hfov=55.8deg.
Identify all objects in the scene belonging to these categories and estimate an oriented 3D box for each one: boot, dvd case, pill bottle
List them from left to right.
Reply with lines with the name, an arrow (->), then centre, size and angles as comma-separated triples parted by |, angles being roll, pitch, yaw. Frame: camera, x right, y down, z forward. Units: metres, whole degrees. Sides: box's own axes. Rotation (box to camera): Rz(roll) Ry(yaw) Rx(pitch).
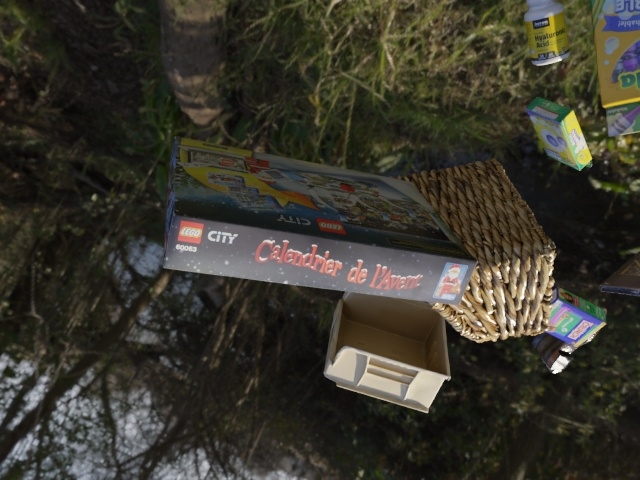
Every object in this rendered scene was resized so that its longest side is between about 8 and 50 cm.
pill bottle -> 0.385, -0.365, 1.032 | 0.065, 0.065, 0.116 | 4, 121, 46
boot -> 0.658, 0.240, 1.618 | 0.082, 0.219, 0.106 | 24, -161, -34
dvd case -> 0.661, 0.055, 1.144 | 0.164, 0.221, 0.018 | 6, 115, 51

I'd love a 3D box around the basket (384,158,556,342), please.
basket -> 0.225, 0.029, 1.004 | 0.223, 0.299, 0.213 | -10, 125, 1

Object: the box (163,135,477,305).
box -> -0.009, -0.020, 0.504 | 0.233, 0.044, 0.159 | 9, -154, -17

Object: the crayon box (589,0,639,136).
crayon box -> 0.566, -0.350, 1.005 | 0.203, 0.323, 0.083 | -7, -174, 28

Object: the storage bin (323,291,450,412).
storage bin -> 0.158, 0.244, 1.448 | 0.260, 0.262, 0.123 | 17, 120, -2

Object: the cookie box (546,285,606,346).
cookie box -> 0.482, 0.150, 1.181 | 0.107, 0.040, 0.092 | 26, 134, -3

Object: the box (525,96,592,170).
box -> 0.520, -0.223, 1.311 | 0.179, 0.043, 0.105 | 44, -178, -39
